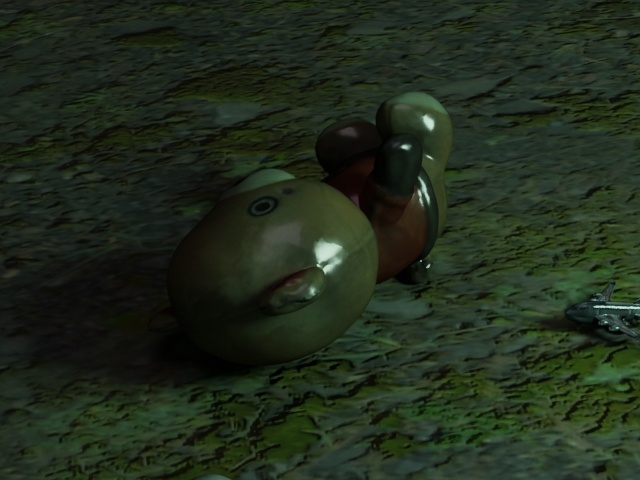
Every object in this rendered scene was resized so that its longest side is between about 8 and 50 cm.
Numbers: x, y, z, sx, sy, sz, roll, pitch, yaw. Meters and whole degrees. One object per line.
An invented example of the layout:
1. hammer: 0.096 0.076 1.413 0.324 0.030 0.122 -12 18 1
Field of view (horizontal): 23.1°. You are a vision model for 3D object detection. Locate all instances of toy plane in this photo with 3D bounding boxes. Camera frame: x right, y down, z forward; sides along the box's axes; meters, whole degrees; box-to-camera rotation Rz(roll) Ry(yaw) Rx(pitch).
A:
1. toy plane: 0.261 0.065 1.413 0.083 0.031 0.078 -8 36 -7

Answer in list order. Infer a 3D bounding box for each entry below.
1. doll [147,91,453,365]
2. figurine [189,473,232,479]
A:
1. doll: 0.000 0.000 1.422 0.235 0.174 0.330 -11 18 48
2. figurine: -0.046 0.258 1.060 0.236 0.176 0.133 13 25 37
